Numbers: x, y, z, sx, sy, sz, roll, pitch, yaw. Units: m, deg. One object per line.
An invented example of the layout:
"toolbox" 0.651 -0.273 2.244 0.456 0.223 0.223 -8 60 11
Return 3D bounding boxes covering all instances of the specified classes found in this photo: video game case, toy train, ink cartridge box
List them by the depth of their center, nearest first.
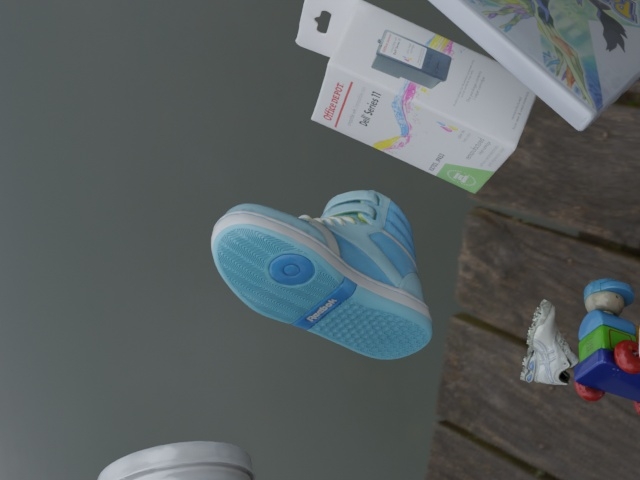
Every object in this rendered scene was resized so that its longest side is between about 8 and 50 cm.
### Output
"toy train" 0.441 0.146 1.206 0.105 0.248 0.143 125 159 -51
"video game case" 0.282 -0.315 1.220 0.329 0.300 0.036 44 140 9
"ink cartridge box" 0.112 -0.216 1.383 0.207 0.353 0.119 114 -179 -73

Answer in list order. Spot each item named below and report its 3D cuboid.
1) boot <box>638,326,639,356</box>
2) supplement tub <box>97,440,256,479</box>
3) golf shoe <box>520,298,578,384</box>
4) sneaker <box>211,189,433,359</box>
"boot" 0.235 0.004 0.571 0.190 0.069 0.086 88 -169 -51
"supplement tub" -0.131 0.362 0.961 0.191 0.191 0.272 -49 43 44
"golf shoe" 0.371 0.164 1.513 0.086 0.069 0.176 15 139 20
"sneaker" 0.000 0.000 1.153 0.127 0.319 0.208 -33 41 31
